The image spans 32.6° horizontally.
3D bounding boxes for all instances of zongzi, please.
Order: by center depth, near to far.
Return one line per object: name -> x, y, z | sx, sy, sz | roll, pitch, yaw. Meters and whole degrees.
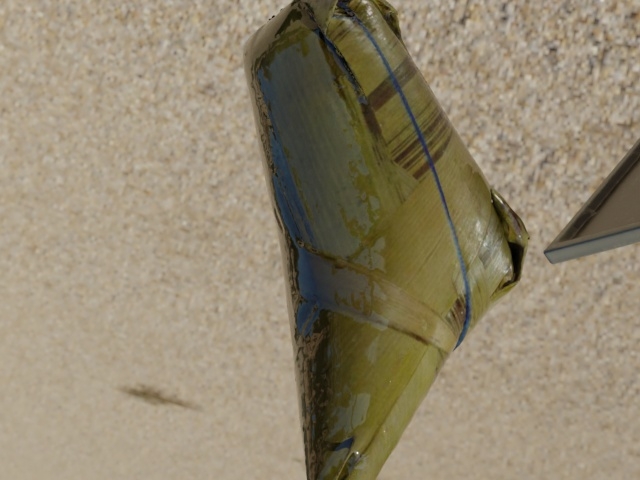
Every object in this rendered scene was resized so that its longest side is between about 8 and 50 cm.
zongzi -> 0.000, 0.000, 0.685 | 0.123, 0.289, 0.260 | -17, 112, 42

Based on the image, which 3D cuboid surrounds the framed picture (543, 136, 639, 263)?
framed picture -> 0.341, -0.088, 0.949 | 0.016, 0.289, 0.213 | 54, 146, -12
